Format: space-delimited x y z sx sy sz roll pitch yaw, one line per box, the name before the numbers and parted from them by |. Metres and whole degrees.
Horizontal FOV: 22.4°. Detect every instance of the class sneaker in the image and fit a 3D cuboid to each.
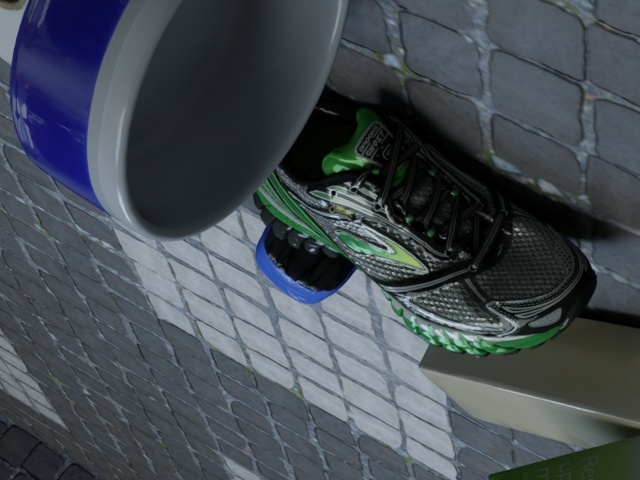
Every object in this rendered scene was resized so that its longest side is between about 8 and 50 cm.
sneaker | 0.068 -0.021 1.333 0.343 0.134 0.146 26 157 25

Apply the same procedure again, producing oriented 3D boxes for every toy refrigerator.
toy refrigerator | 0.227 0.123 1.457 0.269 0.094 0.102 10 154 50

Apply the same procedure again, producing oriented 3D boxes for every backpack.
backpack | 0.000 0.000 1.501 0.098 0.120 0.101 35 159 1

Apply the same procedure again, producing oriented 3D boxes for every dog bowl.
dog bowl | -0.094 -0.138 1.150 0.104 0.265 0.265 30 158 23

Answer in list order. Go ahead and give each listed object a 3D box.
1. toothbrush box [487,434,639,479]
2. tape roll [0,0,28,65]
toothbrush box | 0.285 0.267 1.291 0.283 0.206 0.122 -17 135 24
tape roll | -0.275 -0.283 1.264 0.392 0.072 0.392 41 159 19
